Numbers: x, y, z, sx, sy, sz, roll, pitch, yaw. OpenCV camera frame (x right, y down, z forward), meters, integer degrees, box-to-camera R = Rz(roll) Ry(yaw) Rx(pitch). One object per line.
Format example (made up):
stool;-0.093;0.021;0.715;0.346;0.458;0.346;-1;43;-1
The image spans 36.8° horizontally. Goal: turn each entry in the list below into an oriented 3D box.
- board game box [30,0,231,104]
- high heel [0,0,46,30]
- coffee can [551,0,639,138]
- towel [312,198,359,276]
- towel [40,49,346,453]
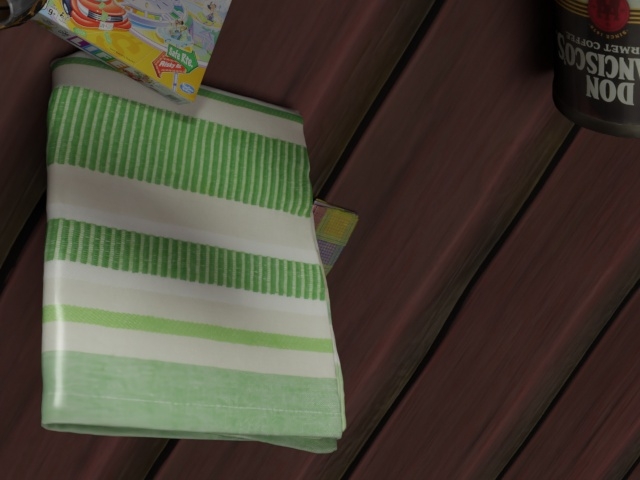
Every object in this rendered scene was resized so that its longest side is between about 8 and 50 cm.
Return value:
board game box;-0.150;-0.189;0.761;0.154;0.026;0.103;27;74;-36
high heel;-0.310;-0.159;0.620;0.261;0.186;0.093;-21;129;-15
coffee can;0.310;-0.261;0.878;0.201;0.201;0.275;-22;125;-15
towel;0.000;0.000;0.988;0.060;0.009;0.083;15;110;-34
towel;-0.101;0.003;0.765;0.247;0.325;0.038;12;145;-32
